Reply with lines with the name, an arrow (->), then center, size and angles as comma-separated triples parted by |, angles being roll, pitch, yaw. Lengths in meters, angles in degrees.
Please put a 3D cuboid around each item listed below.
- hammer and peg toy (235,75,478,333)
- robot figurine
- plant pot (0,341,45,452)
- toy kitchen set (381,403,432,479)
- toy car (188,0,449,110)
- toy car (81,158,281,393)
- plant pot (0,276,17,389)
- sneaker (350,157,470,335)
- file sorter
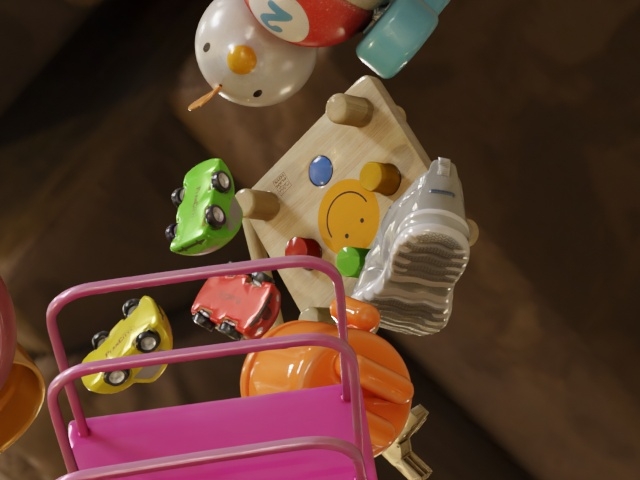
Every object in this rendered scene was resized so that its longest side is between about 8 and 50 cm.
hammer and peg toy -> 0.000, 0.000, 2.063 | 0.127, 0.361, 0.266 | 5, -131, -51
robot figurine -> 0.001, 0.142, 1.585 | 0.219, 0.128, 0.158 | 5, 107, 65
plant pot -> -0.479, 0.161, 2.105 | 0.188, 0.205, 0.205 | 49, 168, 31
toy kitchen set -> 0.142, 0.278, 2.331 | 0.075, 0.068, 0.083 | 43, 120, 16
toy car -> -0.044, -0.190, 1.495 | 0.219, 0.238, 0.210 | 39, -158, -5
toy car -> -0.107, 0.026, 1.522 | 0.239, 0.225, 0.053 | -23, 134, 36
plant pot -> -0.379, 0.088, 1.432 | 0.201, 0.201, 0.180 | 37, -174, 1
sneaker -> 0.104, 0.015, 1.769 | 0.105, 0.115, 0.281 | 16, 152, -9
file sorter -> -0.058, 0.174, 0.998 | 0.202, 0.291, 0.182 | -8, 140, -2
